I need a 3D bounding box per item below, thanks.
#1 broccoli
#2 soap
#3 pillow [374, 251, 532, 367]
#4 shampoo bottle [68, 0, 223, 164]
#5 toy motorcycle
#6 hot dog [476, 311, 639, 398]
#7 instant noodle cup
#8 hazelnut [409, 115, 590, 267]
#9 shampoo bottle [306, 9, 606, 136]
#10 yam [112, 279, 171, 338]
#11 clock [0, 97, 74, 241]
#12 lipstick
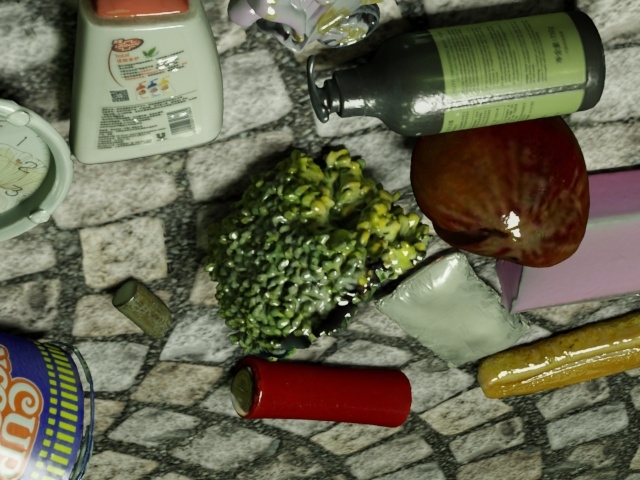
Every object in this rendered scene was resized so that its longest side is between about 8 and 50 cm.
[{"bbox_3d":[-0.013,-0.006,1.667,0.242,0.273,0.180,-30,100,36],"label":"broccoli"},{"bbox_3d":[0.347,-0.004,1.834,0.259,0.081,0.181,-7,145,-10],"label":"soap"},{"bbox_3d":[0.168,0.092,1.932,0.128,0.051,0.229,-30,142,16],"label":"pillow"},{"bbox_3d":[-0.169,-0.182,1.378,0.153,0.071,0.284,-9,144,-4],"label":"shampoo bottle"},{"bbox_3d":[-0.008,-0.230,1.364,0.152,0.073,0.225,-15,155,-14],"label":"toy motorcycle"},{"bbox_3d":[0.348,0.151,2.080,0.285,0.061,0.088,-12,143,-2],"label":"hot dog"},{"bbox_3d":[-0.446,0.184,1.658,0.284,0.284,0.312,-36,134,28],"label":"instant noodle cup"},{"bbox_3d":[0.195,-0.055,1.611,0.178,0.178,0.204,-28,124,18],"label":"hazelnut"},{"bbox_3d":[0.128,-0.156,1.504,0.283,0.101,0.101,-9,146,-9],"label":"shampoo bottle"},{"bbox_3d":[-0.202,0.077,1.768,0.043,0.043,0.094,-24,144,14],"label":"yam"},{"bbox_3d":[-0.354,-0.074,1.474,0.236,0.053,0.236,-9,144,-7],"label":"clock"},{"bbox_3d":[0.003,0.196,1.993,0.241,0.080,0.080,7,141,-31],"label":"lipstick"}]
